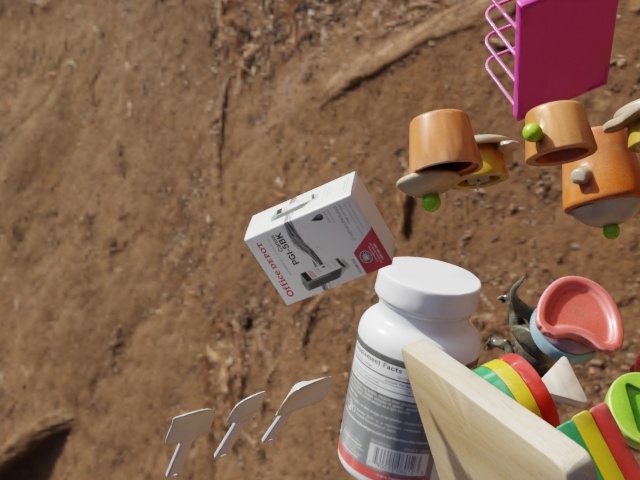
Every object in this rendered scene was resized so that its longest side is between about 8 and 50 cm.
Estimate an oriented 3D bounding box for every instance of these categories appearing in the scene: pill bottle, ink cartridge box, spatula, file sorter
[{"bbox_3d":[0.156,0.226,1.573,0.210,0.210,0.363,30,116,49],"label":"pill bottle"},{"bbox_3d":[0.000,0.000,1.012,0.135,0.056,0.099,-23,115,21],"label":"ink cartridge box"},{"bbox_3d":[-0.085,0.202,0.980,0.019,0.168,0.242,65,157,21],"label":"spatula"},{"bbox_3d":[0.426,-0.420,1.769,0.291,0.202,0.182,76,170,-53],"label":"file sorter"}]

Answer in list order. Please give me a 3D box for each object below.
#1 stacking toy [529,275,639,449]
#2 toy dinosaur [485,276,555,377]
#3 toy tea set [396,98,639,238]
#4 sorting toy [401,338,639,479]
[{"bbox_3d":[0.485,0.227,1.565,0.308,0.280,0.130,24,143,7],"label":"stacking toy"},{"bbox_3d":[0.404,0.191,1.761,0.160,0.121,0.314,44,142,39],"label":"toy dinosaur"},{"bbox_3d":[0.238,-0.065,0.989,0.200,0.335,0.124,124,140,-76],"label":"toy tea set"},{"bbox_3d":[0.189,0.218,0.759,0.257,0.089,0.256,32,142,67],"label":"sorting toy"}]
